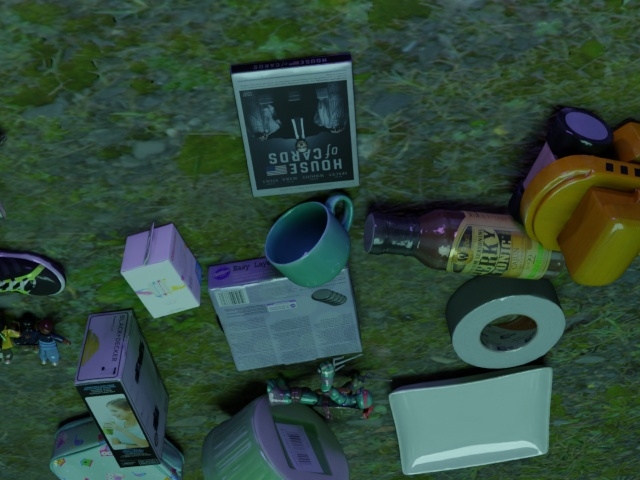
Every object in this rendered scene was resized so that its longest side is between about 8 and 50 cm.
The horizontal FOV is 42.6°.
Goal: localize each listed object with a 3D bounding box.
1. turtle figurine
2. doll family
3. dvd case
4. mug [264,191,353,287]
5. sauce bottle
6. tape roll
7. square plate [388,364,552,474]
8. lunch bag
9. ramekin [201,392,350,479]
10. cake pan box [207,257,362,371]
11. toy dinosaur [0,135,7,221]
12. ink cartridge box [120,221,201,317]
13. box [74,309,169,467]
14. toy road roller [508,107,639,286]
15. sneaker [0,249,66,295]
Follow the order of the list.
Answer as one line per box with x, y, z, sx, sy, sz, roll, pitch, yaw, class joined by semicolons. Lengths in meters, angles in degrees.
0.020;0.301;1.650;0.234;0.118;0.175;-5;154;13;turtle figurine
-0.562;0.177;1.527;0.193;0.076;0.111;0;129;-13;doll family
-0.034;-0.172;1.271;0.179;0.030;0.239;-6;133;1;dvd case
-0.003;0.008;1.376;0.157;0.129;0.097;-27;131;20;mug
0.247;0.004;1.412;0.344;0.111;0.111;4;133;-10;sauce bottle
0.357;0.154;1.593;0.219;0.072;0.219;-3;135;-3;tape roll
0.338;0.399;1.841;0.347;0.049;0.344;-10;134;4;square plate
-0.433;0.487;1.807;0.224;0.108;0.279;-21;133;10;lunch bag
-0.081;0.463;1.697;0.303;0.303;0.148;31;116;-30;ramekin
-0.064;0.133;1.535;0.266;0.070;0.246;-10;132;4;cake pan box
-0.540;-0.135;1.211;0.118;0.064;0.268;-55;144;-5;toy dinosaur
-0.275;0.047;1.413;0.090;0.092;0.143;-16;132;11;ink cartridge box
-0.375;0.290;1.585;0.087;0.169;0.290;-6;135;3;box
0.476;-0.043;1.297;0.329;0.241;0.202;9;132;-14;toy road roller
-0.557;0.068;1.400;0.234;0.097;0.084;17;130;-21;sneaker
